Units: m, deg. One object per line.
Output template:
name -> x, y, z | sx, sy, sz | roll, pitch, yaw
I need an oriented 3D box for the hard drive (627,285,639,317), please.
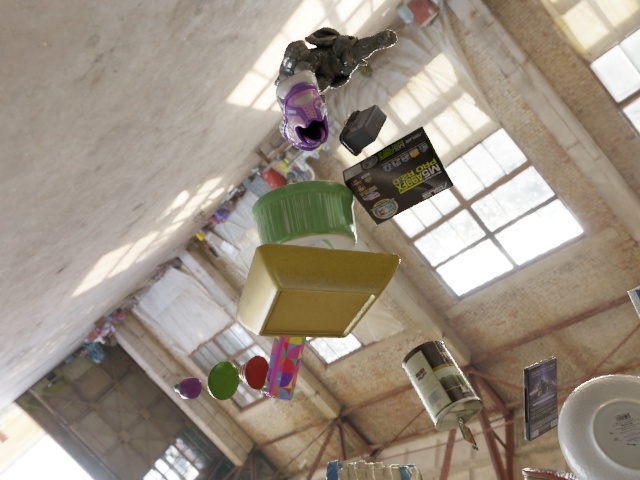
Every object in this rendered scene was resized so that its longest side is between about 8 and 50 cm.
hard drive -> 1.164, 0.306, 1.508 | 0.210, 0.319, 0.040 | -6, 163, -39

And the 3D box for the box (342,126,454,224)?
box -> 0.234, -0.185, 1.336 | 0.269, 0.216, 0.060 | -27, -138, 18

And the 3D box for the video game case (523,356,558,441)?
video game case -> 0.844, 0.601, 1.700 | 0.195, 0.275, 0.026 | -6, -176, -33

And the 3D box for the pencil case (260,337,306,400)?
pencil case -> -0.103, 0.333, 1.275 | 0.104, 0.104, 0.237 | 169, -69, -80

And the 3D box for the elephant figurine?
elephant figurine -> 0.030, -0.431, 1.066 | 0.239, 0.186, 0.169 | -37, 165, -15

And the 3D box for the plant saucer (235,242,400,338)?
plant saucer -> -0.014, 0.145, 1.055 | 0.333, 0.332, 0.081 | 116, -27, -49

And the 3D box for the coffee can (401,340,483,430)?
coffee can -> 0.470, 0.564, 1.740 | 0.201, 0.201, 0.275 | -40, -137, 12

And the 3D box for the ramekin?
ramekin -> -0.039, -0.036, 1.289 | 0.303, 0.148, 0.303 | -9, 160, -4

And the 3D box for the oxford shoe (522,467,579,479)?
oxford shoe -> 0.767, 0.764, 1.291 | 0.348, 0.123, 0.130 | 4, -104, 38

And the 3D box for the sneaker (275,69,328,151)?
sneaker -> -0.025, -0.222, 0.878 | 0.095, 0.105, 0.236 | -28, 167, -3

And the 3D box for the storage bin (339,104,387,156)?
storage bin -> 0.124, -0.325, 1.268 | 0.091, 0.098, 0.135 | -17, -141, 53

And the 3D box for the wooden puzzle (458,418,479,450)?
wooden puzzle -> 0.368, 0.486, 1.118 | 0.006, 0.049, 0.083 | -43, -154, 19

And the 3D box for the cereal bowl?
cereal bowl -> 0.784, 0.502, 1.124 | 0.338, 0.141, 0.339 | -18, -126, 27

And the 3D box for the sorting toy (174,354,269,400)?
sorting toy -> -0.351, 0.483, 1.557 | 0.126, 0.127, 0.365 | -12, 170, 40

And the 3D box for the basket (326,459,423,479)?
basket -> 0.044, 0.492, 0.719 | 0.288, 0.255, 0.201 | -14, -149, 0
